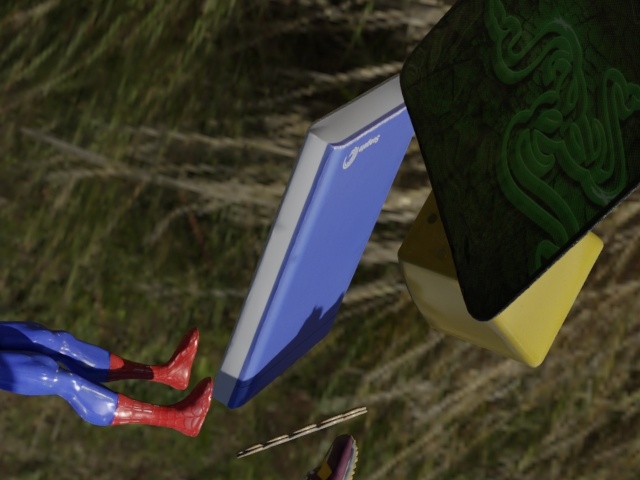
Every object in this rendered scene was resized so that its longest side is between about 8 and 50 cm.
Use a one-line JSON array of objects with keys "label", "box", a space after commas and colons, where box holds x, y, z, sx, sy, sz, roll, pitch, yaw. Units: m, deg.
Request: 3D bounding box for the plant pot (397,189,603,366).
[{"label": "plant pot", "box": [0.234, 0.021, 2.074, 0.212, 0.212, 0.187, 20, 165, 41]}]

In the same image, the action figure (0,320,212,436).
[{"label": "action figure", "box": [-0.203, 0.041, 0.927, 0.280, 0.091, 0.139, 7, 117, -20]}]

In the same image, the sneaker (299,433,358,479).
[{"label": "sneaker", "box": [-0.023, 0.287, 1.608, 0.084, 0.185, 0.069, 24, 158, 1]}]

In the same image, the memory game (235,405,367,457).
[{"label": "memory game", "box": [-0.026, 0.253, 1.948, 0.186, 0.012, 0.186, -19, 172, -3]}]

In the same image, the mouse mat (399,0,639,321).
[{"label": "mouse mat", "box": [0.100, -0.072, 0.695, 0.007, 0.189, 0.152, 21, 128, -32]}]

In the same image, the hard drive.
[{"label": "hard drive", "box": [0.000, 0.000, 1.469, 0.040, 0.210, 0.318, 32, 123, 16]}]
